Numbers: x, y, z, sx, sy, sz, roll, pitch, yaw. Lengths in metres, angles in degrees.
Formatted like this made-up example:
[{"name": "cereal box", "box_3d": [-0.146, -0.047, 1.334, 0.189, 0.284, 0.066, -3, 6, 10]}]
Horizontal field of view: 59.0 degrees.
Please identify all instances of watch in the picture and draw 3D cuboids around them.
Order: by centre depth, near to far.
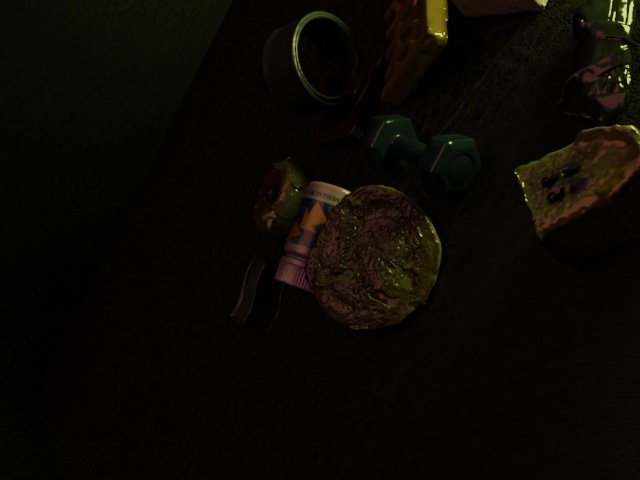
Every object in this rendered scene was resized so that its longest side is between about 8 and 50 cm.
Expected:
[{"name": "watch", "box_3d": [-0.008, -0.496, 1.713, 0.314, 0.326, 0.335, -3, 69, 51]}]

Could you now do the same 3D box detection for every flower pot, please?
[{"name": "flower pot", "box_3d": [-0.183, 0.164, 1.753, 0.103, 0.108, 0.229, 9, 79, 52]}]

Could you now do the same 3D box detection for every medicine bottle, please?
[{"name": "medicine bottle", "box_3d": [0.000, 0.000, 1.555, 0.178, 0.178, 0.291, 13, 80, 53]}]

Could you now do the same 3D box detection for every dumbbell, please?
[{"name": "dumbbell", "box_3d": [0.240, -0.215, 1.403, 0.144, 0.160, 0.325, -38, 35, -10]}]

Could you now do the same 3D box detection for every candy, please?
[{"name": "candy", "box_3d": [0.453, -0.656, 1.404, 0.265, 0.115, 0.156, 24, 89, 54]}]

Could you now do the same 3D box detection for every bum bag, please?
[{"name": "bum bag", "box_3d": [0.560, -0.381, 1.150, 0.142, 0.079, 0.326, -6, 66, 46]}]

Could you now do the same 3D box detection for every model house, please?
[{"name": "model house", "box_3d": [0.492, -0.079, 0.977, 0.234, 0.193, 0.175, -27, 51, 38]}]

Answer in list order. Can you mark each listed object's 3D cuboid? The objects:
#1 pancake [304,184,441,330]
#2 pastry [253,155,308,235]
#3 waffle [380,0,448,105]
[{"name": "pancake", "box_3d": [0.124, 0.047, 1.374, 0.356, 0.065, 0.356, -6, 76, 25]}, {"name": "pastry", "box_3d": [-0.138, -0.138, 1.835, 0.236, 0.120, 0.257, -57, 32, 24]}, {"name": "waffle", "box_3d": [0.257, -0.588, 1.540, 0.304, 0.077, 0.348, 128, 149, -64]}]
